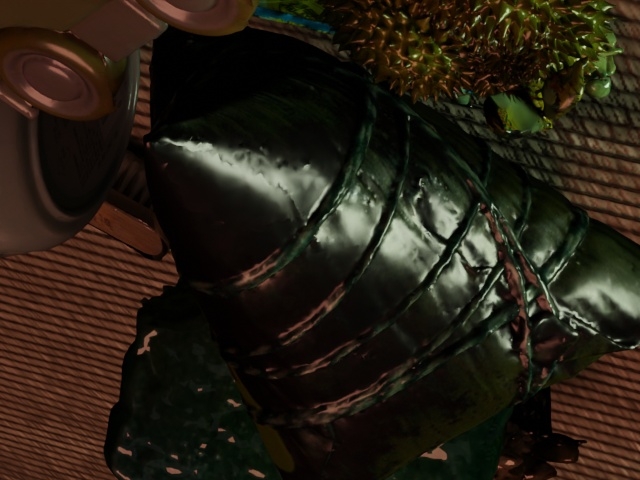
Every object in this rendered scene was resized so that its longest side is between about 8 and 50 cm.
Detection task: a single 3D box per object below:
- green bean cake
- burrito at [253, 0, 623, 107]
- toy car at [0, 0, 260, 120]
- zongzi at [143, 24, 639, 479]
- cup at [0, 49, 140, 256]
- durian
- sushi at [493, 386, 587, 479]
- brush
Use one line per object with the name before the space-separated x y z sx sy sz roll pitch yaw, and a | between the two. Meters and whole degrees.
green bean cake | 0.012 0.078 1.428 0.300 0.308 0.169 15 -169 8
burrito | 0.063 -0.147 1.258 0.288 0.054 0.104 15 151 9
toy car | -0.129 -0.238 1.046 0.226 0.242 0.336 36 149 -21
zongzi | 0.000 0.000 1.153 0.319 0.362 0.383 -39 94 12
cup | -0.303 -0.104 1.271 0.274 0.357 0.259 8 114 15
durian | 0.091 -0.165 1.119 0.198 0.146 0.159 21 119 24
sushi | 0.090 0.165 1.602 0.238 0.219 0.225 -2 148 35
brush | -0.259 -0.089 1.567 0.327 0.065 0.070 27 158 7
